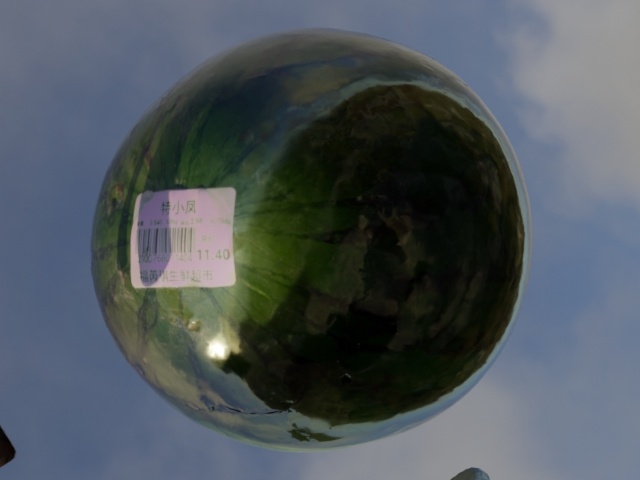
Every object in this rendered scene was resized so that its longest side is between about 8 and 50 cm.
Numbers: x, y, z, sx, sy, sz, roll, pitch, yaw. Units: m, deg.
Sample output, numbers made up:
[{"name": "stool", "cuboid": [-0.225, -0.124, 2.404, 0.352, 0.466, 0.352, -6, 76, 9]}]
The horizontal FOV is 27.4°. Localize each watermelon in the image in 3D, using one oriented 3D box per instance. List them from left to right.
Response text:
[{"name": "watermelon", "cuboid": [0.000, 0.000, 1.017, 0.363, 0.363, 0.363, -22, -62, -49]}]

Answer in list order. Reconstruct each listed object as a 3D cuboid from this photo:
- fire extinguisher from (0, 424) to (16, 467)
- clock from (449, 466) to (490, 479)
[{"name": "fire extinguisher", "cuboid": [-0.228, 0.101, 0.834, 0.100, 0.032, 0.046, 57, -175, 1]}, {"name": "clock", "cuboid": [0.105, 0.258, 0.770, 0.194, 0.195, 0.100, -47, 3, 7]}]
